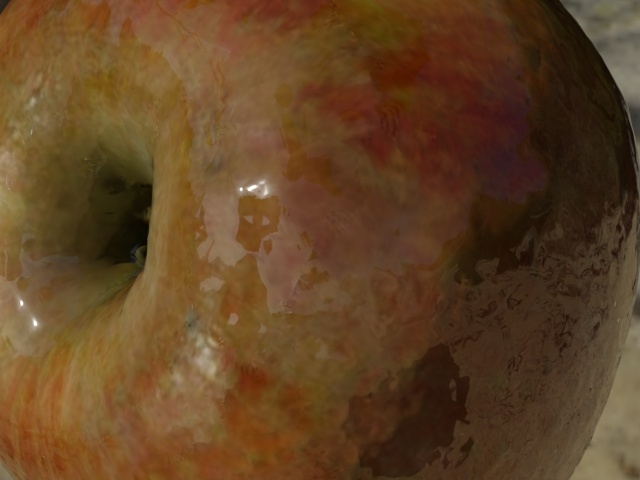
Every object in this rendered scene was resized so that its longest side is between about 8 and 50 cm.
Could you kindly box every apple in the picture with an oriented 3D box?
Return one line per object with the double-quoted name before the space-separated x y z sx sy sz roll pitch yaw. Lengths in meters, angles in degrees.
"apple" 0.000 0.000 0.794 0.301 0.301 0.301 4 11 -1
